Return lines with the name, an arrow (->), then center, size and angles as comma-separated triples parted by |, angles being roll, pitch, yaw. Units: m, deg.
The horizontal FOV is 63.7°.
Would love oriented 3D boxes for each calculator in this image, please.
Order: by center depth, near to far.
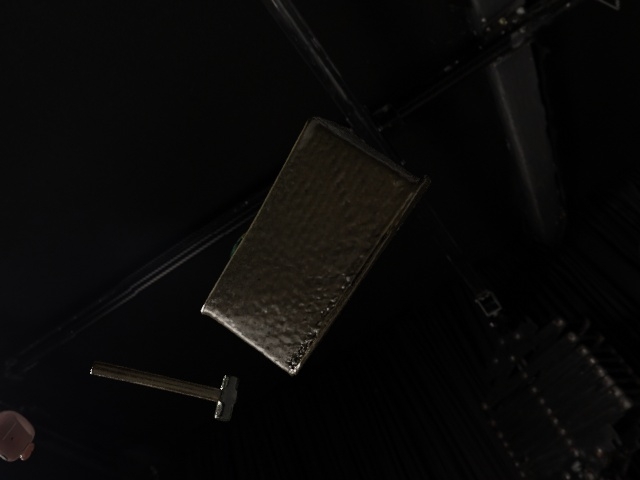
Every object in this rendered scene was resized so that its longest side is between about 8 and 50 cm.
calculator -> -0.793, 0.507, 1.329 | 0.024, 0.103, 0.166 | -1, -51, 22

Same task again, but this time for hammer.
hammer -> -0.390, 0.365, 1.306 | 0.365, 0.111, 0.043 | 18, -32, -16

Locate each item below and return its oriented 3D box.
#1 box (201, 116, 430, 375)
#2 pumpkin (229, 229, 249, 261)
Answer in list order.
box -> 0.002, 0.002, 0.638 | 0.273, 0.143, 0.184 | -58, -7, 13
pumpkin -> -0.145, 0.034, 1.296 | 0.202, 0.202, 0.140 | -38, -62, 15
